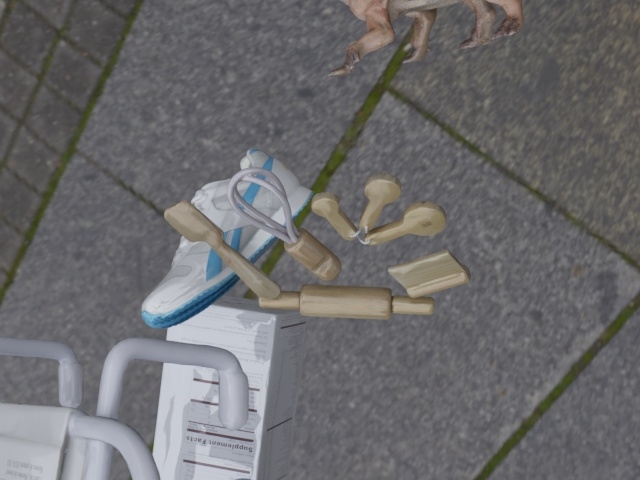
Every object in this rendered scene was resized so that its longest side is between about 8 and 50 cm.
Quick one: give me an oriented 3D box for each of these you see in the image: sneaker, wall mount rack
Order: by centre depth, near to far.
[{"bbox_3d":[-0.153,0.210,0.699,0.350,0.130,0.304,-5,76,50],"label":"wall mount rack"},{"bbox_3d":[-0.112,0.000,1.231,0.092,0.229,0.087,43,154,2],"label":"sneaker"}]

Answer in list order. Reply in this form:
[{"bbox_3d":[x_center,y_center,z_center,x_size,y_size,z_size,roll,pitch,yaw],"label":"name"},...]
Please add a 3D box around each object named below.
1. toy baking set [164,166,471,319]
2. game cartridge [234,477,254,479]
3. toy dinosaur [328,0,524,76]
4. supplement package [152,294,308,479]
[{"bbox_3d":[0.002,0.004,1.026,0.256,0.030,0.197,0,140,7],"label":"toy baking set"},{"bbox_3d":[-0.111,0.408,1.215,0.060,0.196,0.294,14,131,15],"label":"game cartridge"},{"bbox_3d":[0.086,-0.268,1.080,0.295,0.127,0.200,-11,96,13],"label":"toy dinosaur"},{"bbox_3d":[-0.108,0.194,1.402,0.134,0.139,0.244,8,91,16],"label":"supplement package"}]
